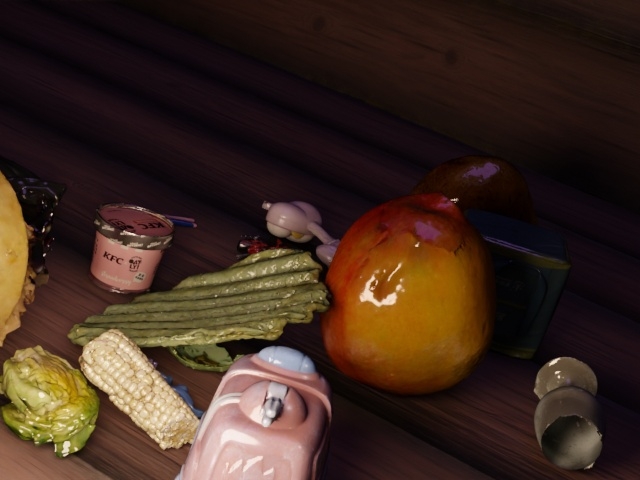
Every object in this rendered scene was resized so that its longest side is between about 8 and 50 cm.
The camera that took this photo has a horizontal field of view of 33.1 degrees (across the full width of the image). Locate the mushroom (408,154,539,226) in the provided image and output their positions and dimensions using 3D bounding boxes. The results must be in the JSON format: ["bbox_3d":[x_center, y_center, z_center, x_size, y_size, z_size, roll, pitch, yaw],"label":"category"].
[{"bbox_3d":[0.338,-0.026,2.454,0.345,0.345,0.259,15,16,-3],"label":"mushroom"}]

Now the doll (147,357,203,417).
[{"bbox_3d":[-0.267,0.220,1.660,0.206,0.067,0.110,29,11,22],"label":"doll"}]

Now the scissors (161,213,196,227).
[{"bbox_3d":[-0.330,-0.046,2.373,0.113,0.012,0.039,8,21,-21],"label":"scissors"}]

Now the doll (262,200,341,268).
[{"bbox_3d":[0.000,-0.001,2.382,0.365,0.094,0.160,33,17,34],"label":"doll"}]

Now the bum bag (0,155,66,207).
[{"bbox_3d":[-0.669,-0.133,2.262,0.326,0.080,0.142,24,14,28],"label":"bum bag"}]

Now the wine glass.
[{"bbox_3d":[0.437,0.302,1.895,0.126,0.126,0.241,18,20,3],"label":"wine glass"}]

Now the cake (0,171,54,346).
[{"bbox_3d":[-0.550,0.004,1.656,0.332,0.332,0.321,26,17,25],"label":"cake"}]

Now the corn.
[{"bbox_3d":[-0.263,0.220,1.564,0.211,0.087,0.087,45,28,13],"label":"corn"}]

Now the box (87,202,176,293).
[{"bbox_3d":[-0.360,0.018,2.014,0.151,0.135,0.151,18,20,-7],"label":"box"}]

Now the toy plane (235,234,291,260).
[{"bbox_3d":[-0.127,0.018,2.331,0.145,0.037,0.060,1,29,-33],"label":"toy plane"}]

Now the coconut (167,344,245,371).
[{"bbox_3d":[-0.203,0.184,1.811,0.133,0.055,0.158,-2,26,-38],"label":"coconut"}]

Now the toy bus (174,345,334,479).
[{"bbox_3d":[-0.075,0.267,1.439,0.197,0.232,0.294,17,21,2],"label":"toy bus"}]

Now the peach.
[{"bbox_3d":[0.157,0.096,1.868,0.372,0.373,0.290,5,34,-28],"label":"peach"}]

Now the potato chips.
[{"bbox_3d":[-0.191,0.106,1.772,0.429,0.070,0.358,-8,14,11],"label":"potato chips"}]

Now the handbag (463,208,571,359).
[{"bbox_3d":[0.369,0.087,2.238,0.263,0.241,0.222,14,21,-1],"label":"handbag"}]

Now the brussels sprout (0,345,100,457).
[{"bbox_3d":[-0.387,0.221,1.524,0.139,0.100,0.181,10,14,-38],"label":"brussels sprout"}]
